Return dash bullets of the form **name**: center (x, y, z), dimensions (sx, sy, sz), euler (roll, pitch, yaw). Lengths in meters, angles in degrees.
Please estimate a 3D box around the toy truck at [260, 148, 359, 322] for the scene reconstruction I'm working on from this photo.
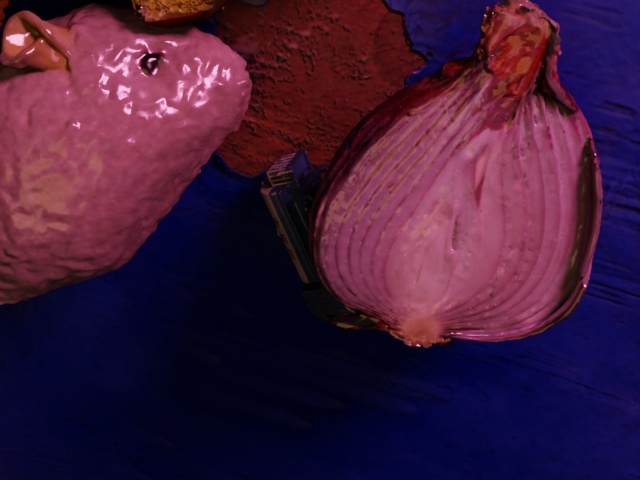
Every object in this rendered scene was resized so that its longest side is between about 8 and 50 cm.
- **toy truck**: center (0.000, 0.000, 0.956), dimensions (0.088, 0.074, 0.201), euler (-10, 119, 27)

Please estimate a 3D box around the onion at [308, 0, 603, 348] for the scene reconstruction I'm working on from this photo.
- **onion**: center (0.139, -0.074, 0.819), dimensions (0.267, 0.159, 0.348), euler (14, 119, -7)

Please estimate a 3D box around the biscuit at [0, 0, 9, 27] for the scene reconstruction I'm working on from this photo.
- **biscuit**: center (-0.377, -0.286, 0.823), dimensions (0.305, 0.038, 0.305), euler (6, 101, 37)

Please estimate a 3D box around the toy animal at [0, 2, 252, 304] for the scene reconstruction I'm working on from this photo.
- **toy animal**: center (-0.249, -0.092, 0.884), dimensions (0.226, 0.188, 0.358), euler (39, 92, -12)

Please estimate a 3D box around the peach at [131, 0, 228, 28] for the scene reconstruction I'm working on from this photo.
- **peach**: center (-0.142, -0.282, 0.799), dimensions (0.127, 0.092, 0.172), euler (-31, 112, 19)
